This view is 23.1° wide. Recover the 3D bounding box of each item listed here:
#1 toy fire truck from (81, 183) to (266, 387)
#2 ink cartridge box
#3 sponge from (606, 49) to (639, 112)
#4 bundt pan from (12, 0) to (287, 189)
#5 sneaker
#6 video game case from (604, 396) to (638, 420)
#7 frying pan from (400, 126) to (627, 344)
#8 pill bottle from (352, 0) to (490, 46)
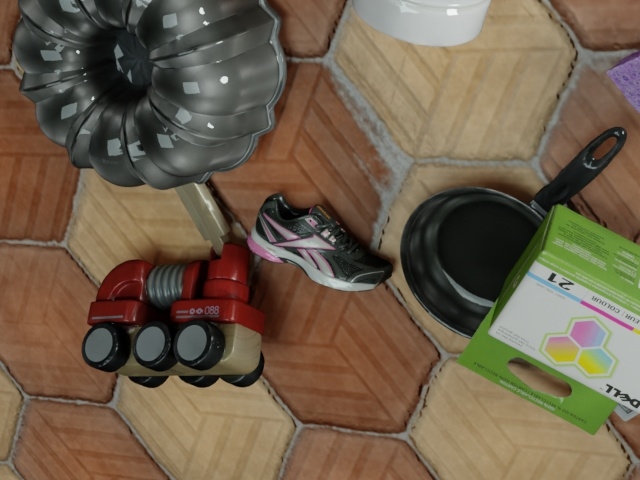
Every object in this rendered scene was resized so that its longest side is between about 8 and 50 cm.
[{"bbox_3d":[-0.178,0.043,1.909,0.217,0.246,0.158,-4,160,32],"label":"toy fire truck"},{"bbox_3d":[0.268,0.115,1.664,0.189,0.097,0.255,28,128,0],"label":"ink cartridge box"},{"bbox_3d":[0.375,-0.102,1.523,0.210,0.031,0.117,52,162,-7],"label":"sponge"},{"bbox_3d":[-0.209,-0.201,1.746,0.331,0.124,0.330,11,116,25],"label":"bundt pan"},{"bbox_3d":[0.000,0.000,1.811,0.178,0.072,0.077,19,115,12],"label":"sneaker"},{"bbox_3d":[0.342,0.111,1.713,0.143,0.019,0.157,47,130,-2],"label":"video game case"},{"bbox_3d":[0.196,-0.027,1.691,0.197,0.053,0.326,24,125,13],"label":"frying pan"},{"bbox_3d":[0.121,-0.338,1.479,0.160,0.160,0.283,24,127,15],"label":"pill bottle"}]
